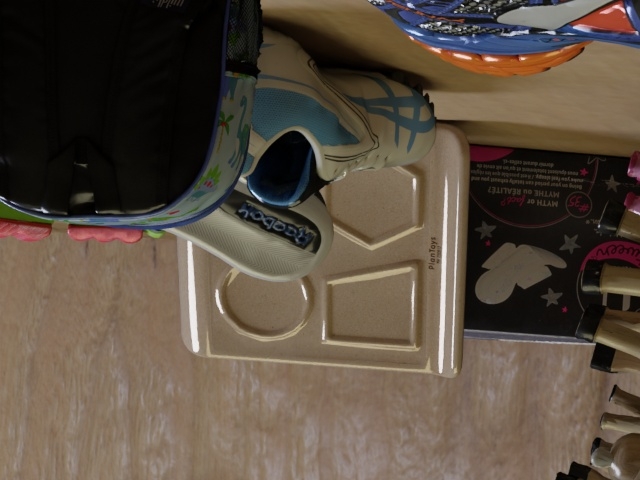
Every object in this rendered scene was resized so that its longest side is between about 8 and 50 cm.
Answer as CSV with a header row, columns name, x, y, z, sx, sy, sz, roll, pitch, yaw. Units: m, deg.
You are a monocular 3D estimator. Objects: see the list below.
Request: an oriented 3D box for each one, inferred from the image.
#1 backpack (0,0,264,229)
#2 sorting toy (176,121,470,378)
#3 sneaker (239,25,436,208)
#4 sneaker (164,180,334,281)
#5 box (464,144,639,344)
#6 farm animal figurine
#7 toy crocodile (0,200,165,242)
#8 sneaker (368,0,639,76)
name,x,y,z,sx,sy,sz,roll,pitch,yaw
backpack,-0.072,-0.061,0.634,0.105,0.114,0.084,3,176,12
sorting toy,0.000,0.000,1.189,0.208,0.193,0.038,6,-153,12
sneaker,-0.007,-0.056,0.908,0.085,0.086,0.237,1,177,27
sneaker,-0.092,-0.065,0.961,0.217,0.079,0.121,34,-159,-30
box,0.132,0.007,1.320,0.247,0.142,0.163,5,176,-3
farm animal figurine,0.255,0.084,1.064,0.172,0.326,0.330,16,-162,16
toy crocodile,-0.222,-0.039,1.325,0.341,0.105,0.115,5,177,-11
sneaker,0.064,-0.083,0.407,0.087,0.083,0.221,16,168,-32
